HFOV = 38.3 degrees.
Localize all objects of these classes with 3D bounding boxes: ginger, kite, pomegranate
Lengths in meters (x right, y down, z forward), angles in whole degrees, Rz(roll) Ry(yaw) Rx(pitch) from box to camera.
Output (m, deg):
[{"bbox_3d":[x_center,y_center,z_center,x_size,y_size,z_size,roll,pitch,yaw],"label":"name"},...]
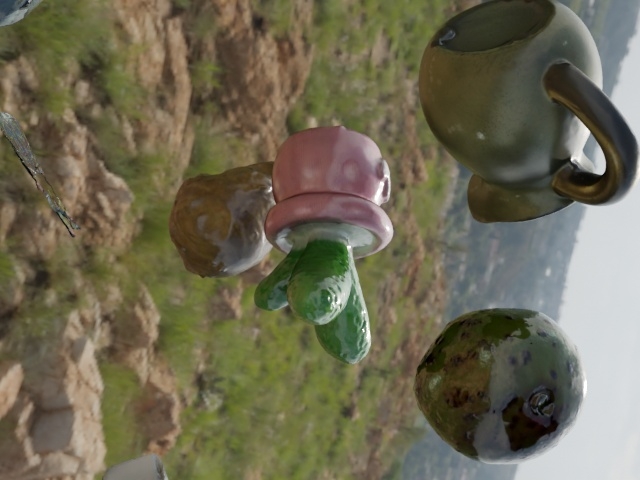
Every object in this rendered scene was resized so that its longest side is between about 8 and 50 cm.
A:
[{"bbox_3d":[-0.170,-0.039,1.852,0.200,0.269,0.223,103,-20,-63],"label":"ginger"},{"bbox_3d":[-0.561,-0.129,1.834,0.285,0.015,0.152,59,2,-7],"label":"kite"},{"bbox_3d":[0.226,0.210,1.289,0.286,0.231,0.231,-35,-152,56],"label":"pomegranate"}]

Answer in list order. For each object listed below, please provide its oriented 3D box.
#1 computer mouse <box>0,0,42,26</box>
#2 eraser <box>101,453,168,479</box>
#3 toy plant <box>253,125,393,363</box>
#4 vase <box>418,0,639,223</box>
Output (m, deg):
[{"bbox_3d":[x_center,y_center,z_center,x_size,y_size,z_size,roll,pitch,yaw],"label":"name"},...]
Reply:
[{"bbox_3d":[-0.350,-0.420,1.024,0.203,0.114,0.373,21,90,-32],"label":"computer mouse"},{"bbox_3d":[-0.159,0.339,0.942,0.124,0.068,0.210,-129,-158,-65],"label":"eraser"},{"bbox_3d":[0.004,-0.005,1.466,0.317,0.211,0.356,64,31,-65],"label":"toy plant"},{"bbox_3d":[0.293,-0.149,1.233,0.241,0.329,0.302,-33,125,-16],"label":"vase"}]
